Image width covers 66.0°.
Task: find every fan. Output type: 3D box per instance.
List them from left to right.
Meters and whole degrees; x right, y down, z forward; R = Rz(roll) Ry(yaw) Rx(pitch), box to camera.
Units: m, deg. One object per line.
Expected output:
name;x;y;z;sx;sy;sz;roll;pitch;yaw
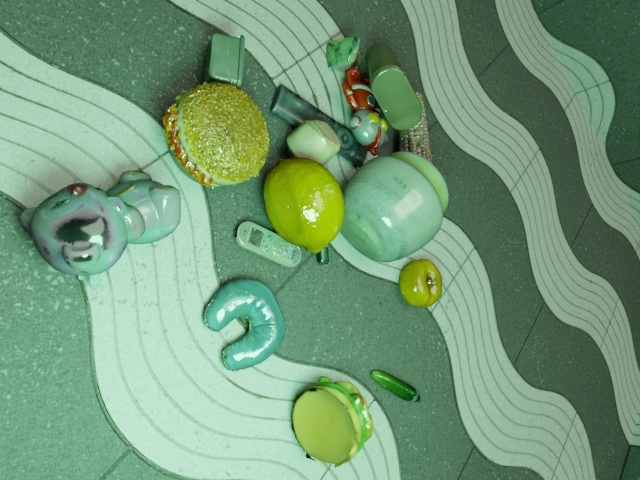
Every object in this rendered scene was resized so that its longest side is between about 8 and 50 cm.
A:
fan;0.000;0.000;1.549;0.082;0.039;0.155;0;83;-37

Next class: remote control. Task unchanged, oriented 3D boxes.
remote control;-0.152;0.014;1.434;0.221;0.042;0.078;26;68;-29
remote control;0.007;-0.370;1.622;0.377;0.044;0.107;27;70;-29

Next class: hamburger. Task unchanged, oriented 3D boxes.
hamburger;-0.268;-0.277;1.313;0.294;0.179;0.276;-36;106;-36
hamburger;0.044;0.495;1.385;0.148;0.237;0.237;-9;86;-55

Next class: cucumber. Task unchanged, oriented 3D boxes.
cucumber;0.265;0.492;1.644;0.250;0.056;0.056;34;63;-26

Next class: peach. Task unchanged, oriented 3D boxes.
peach;0.356;0.151;1.746;0.179;0.103;0.179;6;81;-38

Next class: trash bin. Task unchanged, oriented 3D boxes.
trash bin;0.248;-0.536;1.705;0.243;0.121;0.247;51;23;-35

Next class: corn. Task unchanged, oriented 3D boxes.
corn;0.346;-0.392;1.828;0.126;0.126;0.335;7;75;-35

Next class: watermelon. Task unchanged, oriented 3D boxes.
watermelon;0.080;-0.639;1.729;0.158;0.121;0.098;-2;100;-80

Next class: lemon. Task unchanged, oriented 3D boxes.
lemon;-0.047;-0.109;1.415;0.236;0.236;0.263;-49;115;-32

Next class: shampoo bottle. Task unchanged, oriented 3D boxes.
shampoo bottle;0.223;-0.103;1.557;0.317;0.322;0.322;-42;107;-28

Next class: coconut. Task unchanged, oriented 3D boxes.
coconut;-0.029;-0.287;1.516;0.147;0.152;0.147;37;30;-26

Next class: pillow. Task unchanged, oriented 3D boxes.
pillow;-0.200;0.219;1.334;0.214;0.086;0.233;-28;97;-31

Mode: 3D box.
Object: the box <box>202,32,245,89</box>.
box;-0.277;-0.493;1.393;0.092;0.124;0.172;8;75;-25

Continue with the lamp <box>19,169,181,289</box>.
lamp;-0.484;-0.023;1.114;0.301;0.247;0.248;-28;138;-48

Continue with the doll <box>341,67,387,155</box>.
doll;0.156;-0.432;1.676;0.199;0.105;0.337;19;55;-43
